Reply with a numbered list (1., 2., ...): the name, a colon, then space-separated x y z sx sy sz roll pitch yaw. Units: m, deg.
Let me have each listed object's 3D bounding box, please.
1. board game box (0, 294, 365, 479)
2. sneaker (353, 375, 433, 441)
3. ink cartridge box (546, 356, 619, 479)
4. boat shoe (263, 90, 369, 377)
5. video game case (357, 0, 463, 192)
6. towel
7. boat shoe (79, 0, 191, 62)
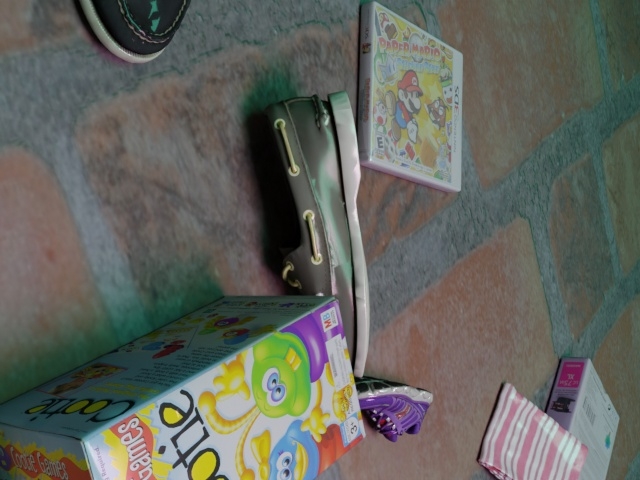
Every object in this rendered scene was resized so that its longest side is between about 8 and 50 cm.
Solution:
1. board game box: -0.107 0.156 0.659 0.275 0.144 0.142 -24 106 -48
2. sneaker: 0.082 0.203 0.950 0.169 0.068 0.071 25 74 -48
3. ink cartridge box: 0.435 0.379 1.372 0.186 0.065 0.311 54 46 -32
4. boat shoe: 0.000 -0.001 0.845 0.109 0.091 0.305 -115 -161 -80
5. video game case: 0.126 -0.183 1.063 0.227 0.026 0.207 10 79 -50
6. towel: 0.334 0.329 1.229 0.197 0.029 0.144 39 54 -17
7. boat shoe: -0.132 -0.328 0.688 0.127 0.113 0.340 18 73 -49
